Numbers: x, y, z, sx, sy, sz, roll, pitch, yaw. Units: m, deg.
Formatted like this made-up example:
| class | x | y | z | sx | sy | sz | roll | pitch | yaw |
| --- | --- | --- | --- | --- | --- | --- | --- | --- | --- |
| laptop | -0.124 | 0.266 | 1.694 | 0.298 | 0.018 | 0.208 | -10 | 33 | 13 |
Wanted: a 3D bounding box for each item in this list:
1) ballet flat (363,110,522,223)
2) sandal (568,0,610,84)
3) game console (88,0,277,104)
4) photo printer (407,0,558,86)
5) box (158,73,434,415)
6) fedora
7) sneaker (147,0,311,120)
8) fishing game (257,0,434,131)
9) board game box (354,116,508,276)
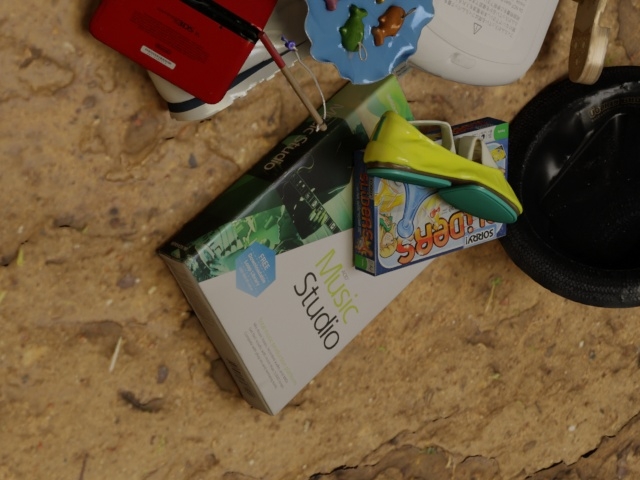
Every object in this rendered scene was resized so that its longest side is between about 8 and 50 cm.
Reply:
| class | x | y | z | sx | sy | sz | roll | pitch | yaw |
| --- | --- | --- | --- | --- | --- | --- | --- | --- | --- |
| ballet flat | 0.138 | -0.081 | 1.686 | 0.231 | 0.077 | 0.077 | 18 | 75 | -41 |
| sandal | 0.294 | -0.305 | 1.854 | 0.079 | 0.088 | 0.240 | 8 | 87 | -14 |
| game console | -0.127 | -0.220 | 1.515 | 0.144 | 0.085 | 0.124 | 30 | 109 | -9 |
| photo printer | 0.165 | -0.326 | 1.717 | 0.256 | 0.107 | 0.307 | 18 | 93 | -42 |
| box | 0.000 | 0.000 | 1.725 | 0.322 | 0.058 | 0.232 | -44 | 129 | -23 |
| fedora | 0.357 | -0.043 | 1.918 | 0.334 | 0.334 | 0.152 | -47 | 160 | -18 |
| sneaker | -0.069 | -0.211 | 1.579 | 0.235 | 0.090 | 0.095 | -38 | 113 | -27 |
| fishing game | 0.056 | -0.237 | 1.553 | 0.264 | 0.041 | 0.189 | -51 | 135 | -18 |
| board game box | 0.123 | -0.050 | 1.753 | 0.201 | 0.035 | 0.136 | -17 | 115 | -36 |
